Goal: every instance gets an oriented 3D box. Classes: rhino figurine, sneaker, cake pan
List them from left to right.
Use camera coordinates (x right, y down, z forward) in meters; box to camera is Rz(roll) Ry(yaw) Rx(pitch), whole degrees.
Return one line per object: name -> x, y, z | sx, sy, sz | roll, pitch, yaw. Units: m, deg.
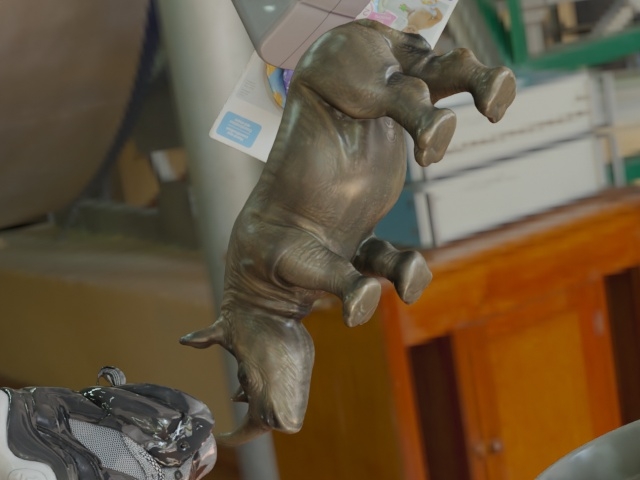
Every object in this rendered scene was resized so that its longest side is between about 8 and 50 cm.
sneaker -> -0.114, 0.182, 1.031 | 0.153, 0.101, 0.268 | -18, 55, -37
rhino figurine -> 0.000, 0.000, 0.819 | 0.106, 0.243, 0.073 | 34, 17, 32
cake pan -> 0.333, 0.220, 1.494 | 0.293, 0.054, 0.293 | -22, 5, 2

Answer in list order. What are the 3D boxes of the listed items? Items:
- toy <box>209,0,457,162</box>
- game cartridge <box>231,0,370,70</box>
toy -> 0.018, -0.168, 1.326 | 0.137, 0.237, 0.056 | 25, -14, 15
game cartridge -> 0.020, -0.268, 1.037 | 0.062, 0.297, 0.198 | 15, 34, -30
